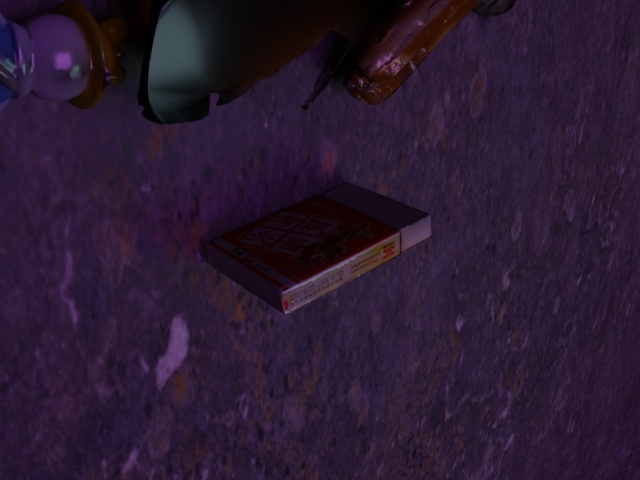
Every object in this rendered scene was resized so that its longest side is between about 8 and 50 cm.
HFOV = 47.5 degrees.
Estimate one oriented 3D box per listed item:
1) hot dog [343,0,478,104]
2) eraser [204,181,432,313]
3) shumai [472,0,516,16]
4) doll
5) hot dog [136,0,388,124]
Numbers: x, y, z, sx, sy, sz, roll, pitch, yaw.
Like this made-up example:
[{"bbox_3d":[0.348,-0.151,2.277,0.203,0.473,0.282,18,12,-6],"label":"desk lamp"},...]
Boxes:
[{"bbox_3d":[0.118,-0.264,0.887,0.269,0.072,0.109,-49,177,-22],"label":"hot dog"},{"bbox_3d":[0.000,0.000,0.871,0.230,0.157,0.038,-25,124,-31],"label":"eraser"},{"bbox_3d":[0.249,-0.351,0.969,0.124,0.087,0.098,13,100,-47],"label":"shumai"},{"bbox_3d":[-0.266,-0.147,0.592,0.241,0.099,0.135,-15,98,-39],"label":"doll"},{"bbox_3d":[-0.068,-0.232,0.730,0.326,0.107,0.194,-22,135,-44],"label":"hot dog"}]
